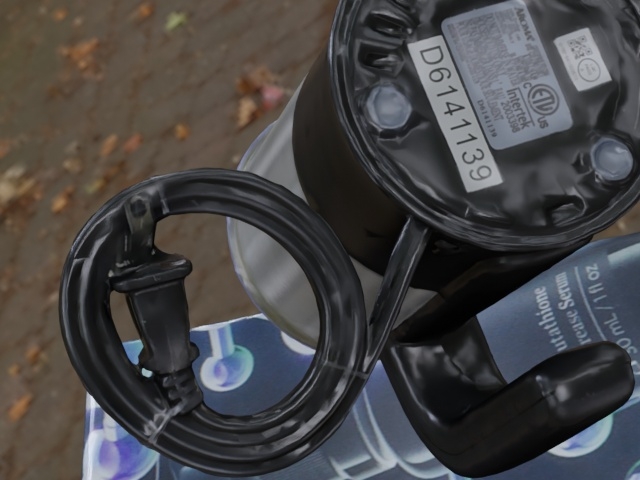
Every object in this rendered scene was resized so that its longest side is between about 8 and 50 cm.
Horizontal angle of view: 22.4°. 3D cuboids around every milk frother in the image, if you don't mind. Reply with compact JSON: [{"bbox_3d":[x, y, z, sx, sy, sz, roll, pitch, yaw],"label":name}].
[{"bbox_3d":[0.000,0.000,0.414,0.135,0.143,0.129,131,137,-69],"label":"milk frother"}]

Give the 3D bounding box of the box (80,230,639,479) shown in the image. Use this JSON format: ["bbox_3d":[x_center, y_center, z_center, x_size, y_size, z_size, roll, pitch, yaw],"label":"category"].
[{"bbox_3d":[0.114,0.177,0.671,0.396,0.212,0.293,-13,51,12],"label":"box"}]
